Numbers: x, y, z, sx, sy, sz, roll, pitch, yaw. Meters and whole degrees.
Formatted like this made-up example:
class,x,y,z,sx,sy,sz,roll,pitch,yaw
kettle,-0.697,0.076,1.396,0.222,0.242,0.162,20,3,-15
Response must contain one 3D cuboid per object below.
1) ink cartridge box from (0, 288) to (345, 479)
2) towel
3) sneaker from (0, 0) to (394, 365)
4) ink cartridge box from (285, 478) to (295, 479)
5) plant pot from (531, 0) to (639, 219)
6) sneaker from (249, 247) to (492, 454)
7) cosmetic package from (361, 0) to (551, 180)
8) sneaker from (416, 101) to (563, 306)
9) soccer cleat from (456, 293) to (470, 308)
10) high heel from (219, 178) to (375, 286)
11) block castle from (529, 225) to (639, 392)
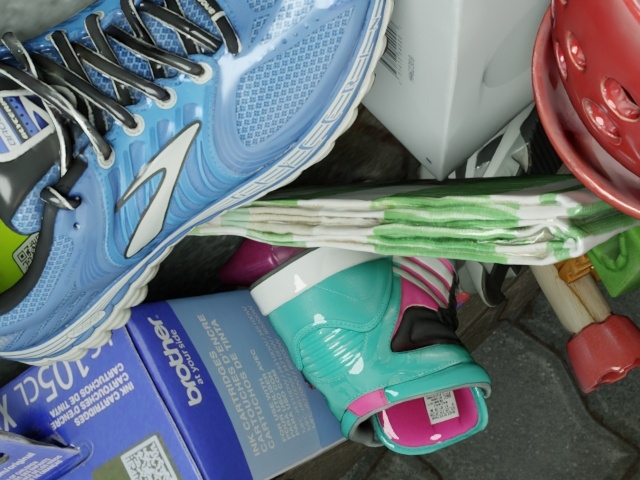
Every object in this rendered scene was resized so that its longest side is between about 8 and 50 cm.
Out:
class,x,y,z,sx,sy,sz,roll,pitch,yaw
ink cartridge box,-0.136,0.162,0.704,0.270,0.151,0.395,-34,168,22
towel,0.053,-0.020,0.612,0.248,0.325,0.038,-14,102,-56
sneaker,-0.095,-0.055,0.427,0.330,0.130,0.147,-47,164,13
ink cartridge box,-0.079,0.289,0.787,0.160,0.092,0.219,-27,167,-5
plant pot,0.196,-0.102,0.398,0.191,0.191,0.174,-41,166,-6
sneaker,0.079,0.078,0.727,0.124,0.178,0.295,-34,169,31
cosmetic package,0.115,-0.192,0.541,0.224,0.138,0.224,-38,161,-10
sneaker,0.182,-0.096,0.972,0.330,0.146,0.122,-60,141,-19
soccer cleat,0.162,0.113,1.425,0.248,0.083,0.095,-32,163,-38
high heel,0.000,0.000,0.873,0.117,0.082,0.244,-19,-174,24
block castle,0.387,-0.016,0.771,0.303,0.213,0.453,-22,158,-9
